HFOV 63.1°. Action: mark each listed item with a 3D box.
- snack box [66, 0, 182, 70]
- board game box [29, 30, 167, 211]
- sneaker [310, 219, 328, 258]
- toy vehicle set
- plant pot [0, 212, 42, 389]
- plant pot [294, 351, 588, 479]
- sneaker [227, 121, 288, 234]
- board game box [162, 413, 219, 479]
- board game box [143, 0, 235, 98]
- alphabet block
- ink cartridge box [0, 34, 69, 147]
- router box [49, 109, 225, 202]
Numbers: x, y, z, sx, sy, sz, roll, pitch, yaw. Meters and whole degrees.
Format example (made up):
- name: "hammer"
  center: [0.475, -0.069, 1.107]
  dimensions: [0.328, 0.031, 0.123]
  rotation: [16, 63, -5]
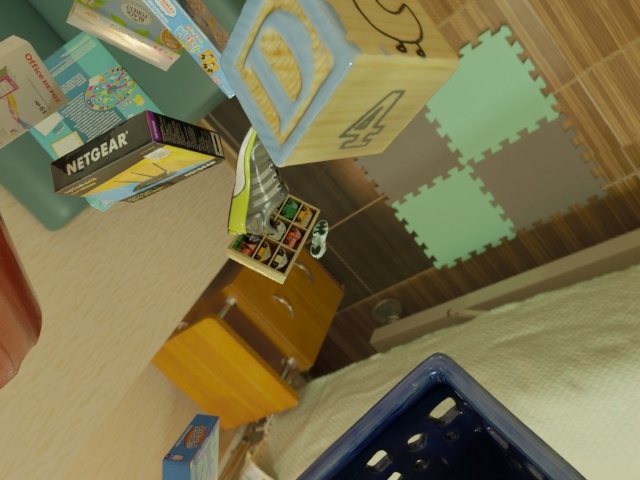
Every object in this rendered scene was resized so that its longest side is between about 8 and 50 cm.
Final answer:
- name: "snack box"
  center: [-0.309, -0.424, 0.887]
  dimensions: [0.174, 0.207, 0.070]
  rotation: [19, 158, -34]
- name: "board game box"
  center: [-0.512, -0.275, 1.190]
  dimensions: [0.336, 0.253, 0.079]
  rotation: [49, 173, 4]
- name: "sneaker"
  center: [0.000, 0.000, 1.356]
  dimensions: [0.038, 0.098, 0.069]
  rotation: [15, 170, 14]
- name: "toy vehicle set"
  center: [-0.122, -0.024, 1.405]
  dimensions: [0.166, 0.267, 0.035]
  rotation: [26, 139, 0]
- name: "plant pot"
  center: [-0.405, 0.024, 0.475]
  dimensions: [0.272, 0.272, 0.265]
  rotation: [14, 138, 13]
- name: "plant pot"
  center: [0.124, 0.274, 0.426]
  dimensions: [0.236, 0.236, 0.212]
  rotation: [-44, 132, -1]
- name: "sneaker"
  center: [-0.124, -0.144, 1.139]
  dimensions: [0.121, 0.111, 0.300]
  rotation: [10, 118, -8]
- name: "board game box"
  center: [-0.216, 0.426, 0.874]
  dimensions: [0.047, 0.160, 0.210]
  rotation: [5, 98, 5]
- name: "board game box"
  center: [-0.191, -0.322, 0.743]
  dimensions: [0.039, 0.160, 0.211]
  rotation: [-32, 131, 13]
- name: "alphabet block"
  center: [0.019, -0.230, 0.676]
  dimensions: [0.193, 0.197, 0.192]
  rotation: [-44, 69, 46]
- name: "ink cartridge box"
  center: [-0.394, -0.180, 0.644]
  dimensions: [0.052, 0.122, 0.089]
  rotation: [26, 151, 34]
- name: "router box"
  center: [-0.237, -0.102, 0.682]
  dimensions: [0.178, 0.133, 0.046]
  rotation: [-19, 80, 26]
